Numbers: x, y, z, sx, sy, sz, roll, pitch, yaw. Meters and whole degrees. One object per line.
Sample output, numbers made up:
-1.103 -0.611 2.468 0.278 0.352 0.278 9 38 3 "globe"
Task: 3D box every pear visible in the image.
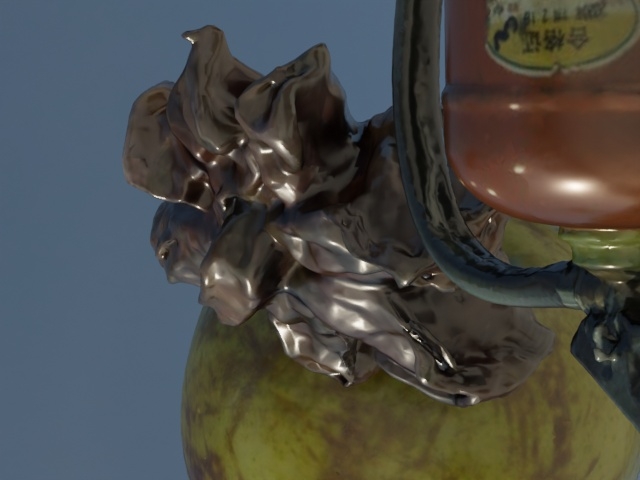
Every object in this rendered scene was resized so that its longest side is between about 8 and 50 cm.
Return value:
0.049 0.101 1.064 0.283 0.283 0.283 7 -101 -40 "pear"

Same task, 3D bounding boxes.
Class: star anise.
-0.001 0.002 0.818 0.214 0.220 0.099 37 -113 15 "star anise"

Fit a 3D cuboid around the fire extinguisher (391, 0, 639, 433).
0.088 -0.120 0.598 0.113 0.200 0.376 -2 -87 -6 "fire extinguisher"
